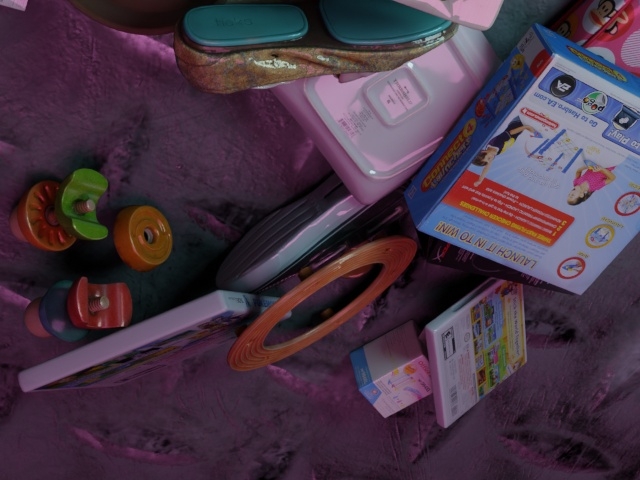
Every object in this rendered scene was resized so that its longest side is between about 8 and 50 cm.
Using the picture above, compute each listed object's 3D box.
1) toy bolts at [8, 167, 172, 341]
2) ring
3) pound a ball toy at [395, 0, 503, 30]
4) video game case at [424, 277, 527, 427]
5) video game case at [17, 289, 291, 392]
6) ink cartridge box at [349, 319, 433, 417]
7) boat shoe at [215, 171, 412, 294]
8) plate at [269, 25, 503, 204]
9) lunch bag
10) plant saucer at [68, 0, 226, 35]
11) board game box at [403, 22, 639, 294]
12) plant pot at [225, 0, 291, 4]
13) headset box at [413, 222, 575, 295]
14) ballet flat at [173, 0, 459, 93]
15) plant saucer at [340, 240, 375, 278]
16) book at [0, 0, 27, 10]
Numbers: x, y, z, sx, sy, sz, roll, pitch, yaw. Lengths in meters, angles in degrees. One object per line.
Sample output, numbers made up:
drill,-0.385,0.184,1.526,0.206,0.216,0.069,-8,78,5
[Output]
toy bolts,-0.343,0.039,1.648,0.159,0.228,0.218,-14,157,35
ring,-0.001,0.089,1.722,0.337,0.032,0.336,-31,164,-10
pound a ball toy,0.069,-0.375,1.330,0.319,0.208,0.135,20,113,-2
video game case,0.259,0.171,1.877,0.206,0.026,0.227,-34,133,-26
video game case,-0.236,0.152,1.709,0.329,0.036,0.300,-22,169,13
ink cartridge box,0.138,0.210,1.911,0.143,0.090,0.092,-30,127,14
boat shoe,0.000,0.000,1.704,0.335,0.121,0.119,-34,121,14
plate,0.100,-0.201,1.526,0.278,0.045,0.277,-32,120,14
lunch bag,0.447,-0.223,1.610,0.293,0.120,0.258,32,117,-29
plant saucer,-0.214,-0.386,1.374,0.278,0.041,0.277,3,116,7
board game box,0.324,-0.098,1.555,0.308,0.086,0.302,21,122,-27
plant pot,-0.090,-0.305,1.471,0.109,0.109,0.096,34,105,-30
headset box,0.322,-0.048,1.730,0.293,0.110,0.218,12,125,-18
ballet flat,-0.007,-0.239,1.407,0.349,0.123,0.123,-7,128,-10
plant saucer,0.051,0.032,1.806,0.083,0.015,0.083,-5,128,-6
book,-0.426,-0.351,1.419,0.144,0.035,0.096,15,120,-20
